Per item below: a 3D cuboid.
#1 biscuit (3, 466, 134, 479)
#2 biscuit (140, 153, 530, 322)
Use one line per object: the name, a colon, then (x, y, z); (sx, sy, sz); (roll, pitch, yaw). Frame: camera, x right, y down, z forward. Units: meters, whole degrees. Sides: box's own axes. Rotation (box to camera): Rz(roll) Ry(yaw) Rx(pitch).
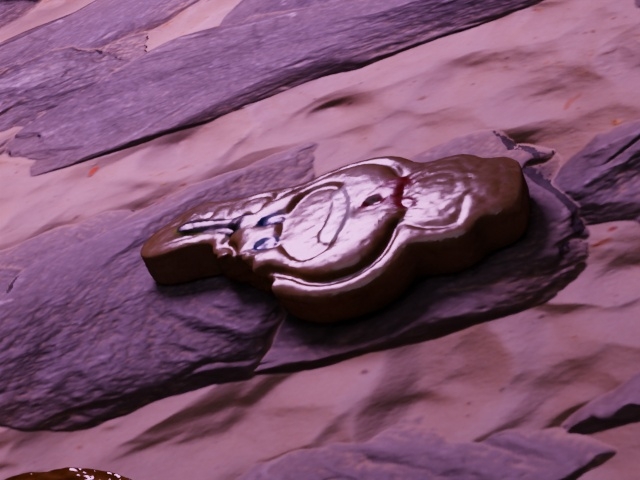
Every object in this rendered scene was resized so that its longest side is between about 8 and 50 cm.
biscuit: (-0.200, 0.230, 0.958); (0.262, 0.037, 0.262); (-17, 28, 9)
biscuit: (0.001, -0.006, 1.222); (0.320, 0.047, 0.183); (0, 32, 38)
